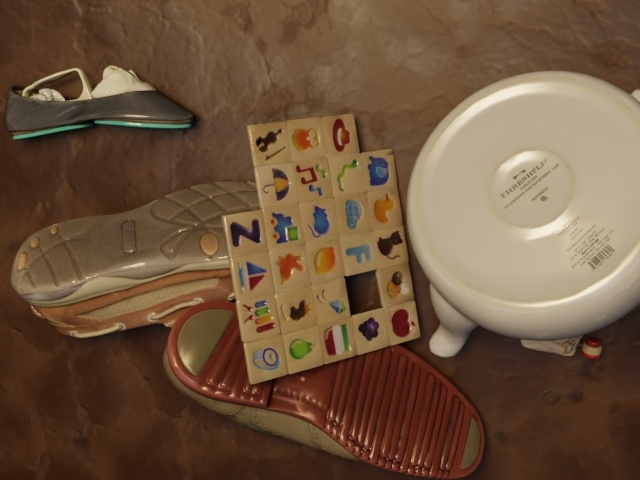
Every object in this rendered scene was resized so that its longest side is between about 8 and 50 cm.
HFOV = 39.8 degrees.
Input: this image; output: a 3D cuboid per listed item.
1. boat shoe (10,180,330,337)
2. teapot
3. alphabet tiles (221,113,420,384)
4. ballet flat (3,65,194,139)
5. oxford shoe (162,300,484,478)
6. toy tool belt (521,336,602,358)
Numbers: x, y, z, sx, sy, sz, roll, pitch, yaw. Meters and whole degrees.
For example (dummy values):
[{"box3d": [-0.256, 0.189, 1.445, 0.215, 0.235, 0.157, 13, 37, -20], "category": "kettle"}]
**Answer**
[{"box3d": [-0.144, 0.025, 0.913, 0.324, 0.123, 0.116, -9, 134, 2], "category": "boat shoe"}, {"box3d": [0.213, -0.022, 0.809, 0.256, 0.187, 0.252, -1, 74, 25], "category": "teapot"}, {"box3d": [0.000, 0.000, 0.856, 0.198, 0.009, 0.237, -11, 94, -30], "category": "alphabet tiles"}, {"box3d": [-0.230, -0.143, 0.904, 0.203, 0.074, 0.074, -2, 101, 11], "category": "ballet flat"}, {"box3d": [0.003, 0.161, 0.925, 0.348, 0.130, 0.123, 24, 64, -9], "category": "oxford shoe"}, {"box3d": [0.245, 0.087, 0.889, 0.083, 0.052, 0.051, 10, 111, 6], "category": "toy tool belt"}]
